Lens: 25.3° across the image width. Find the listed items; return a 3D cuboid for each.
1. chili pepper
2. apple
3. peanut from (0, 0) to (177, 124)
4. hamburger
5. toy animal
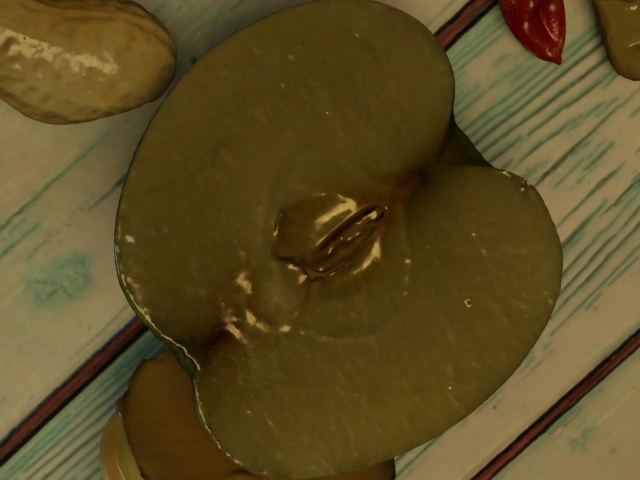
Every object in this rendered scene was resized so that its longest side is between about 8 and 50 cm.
[{"bbox_3d":[0.185,-0.233,1.305,0.059,0.050,0.191,-41,123,-13],"label":"chili pepper"},{"bbox_3d":[0.000,0.000,1.210,0.360,0.320,0.311,-37,145,-16],"label":"apple"},{"bbox_3d":[-0.259,-0.166,1.201,0.274,0.111,0.125,13,143,-13],"label":"peanut"},{"bbox_3d":[-0.076,0.248,1.327,0.276,0.276,0.237,3,129,-14],"label":"hamburger"},{"bbox_3d":[0.284,-0.232,1.317,0.101,0.103,0.218,-19,121,21],"label":"toy animal"}]
